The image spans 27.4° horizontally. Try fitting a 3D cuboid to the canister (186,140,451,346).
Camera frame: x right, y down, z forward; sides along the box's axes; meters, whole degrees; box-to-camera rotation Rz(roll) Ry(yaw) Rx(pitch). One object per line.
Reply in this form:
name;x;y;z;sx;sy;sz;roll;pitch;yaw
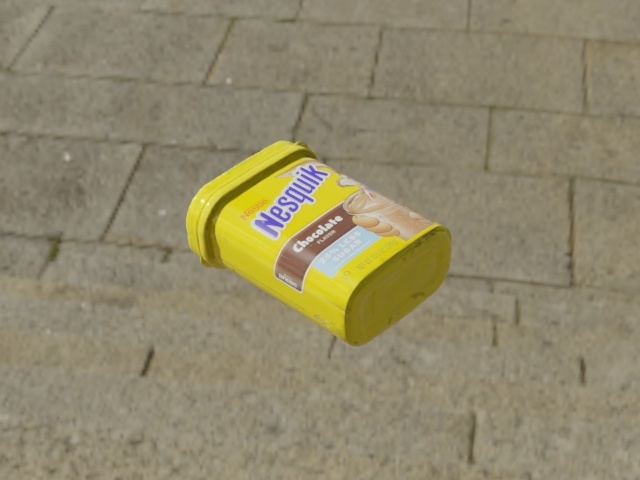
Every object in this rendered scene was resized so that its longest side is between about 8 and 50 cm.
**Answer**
canister;0.000;0.000;1.007;0.170;0.073;0.126;30;49;35
